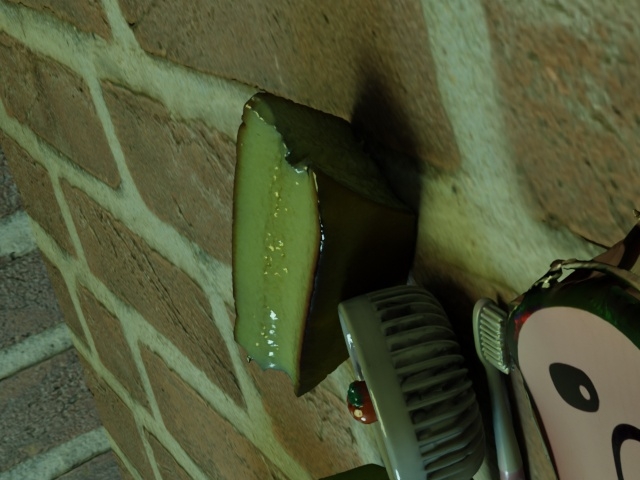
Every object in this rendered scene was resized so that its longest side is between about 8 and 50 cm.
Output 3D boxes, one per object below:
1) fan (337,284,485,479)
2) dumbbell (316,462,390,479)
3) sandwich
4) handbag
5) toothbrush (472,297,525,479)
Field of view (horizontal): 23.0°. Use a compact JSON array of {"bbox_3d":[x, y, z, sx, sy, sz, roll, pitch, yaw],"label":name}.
[{"bbox_3d":[0.068,0.145,0.980,0.130,0.074,0.244,-117,10,-72],"label":"fan"},{"bbox_3d":[0.063,0.323,1.197,0.302,0.108,0.121,70,163,-8],"label":"dumbbell"},{"bbox_3d":[0.000,0.000,1.010,0.094,0.096,0.258,52,157,25],"label":"sandwich"},{"bbox_3d":[0.161,0.075,0.571,0.179,0.116,0.205,26,137,67],"label":"handbag"},{"bbox_3d":[0.120,0.155,0.964,0.025,0.020,0.286,36,145,48],"label":"toothbrush"}]
